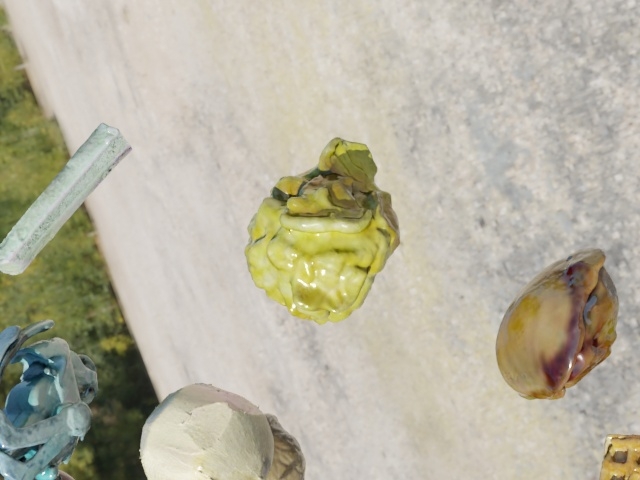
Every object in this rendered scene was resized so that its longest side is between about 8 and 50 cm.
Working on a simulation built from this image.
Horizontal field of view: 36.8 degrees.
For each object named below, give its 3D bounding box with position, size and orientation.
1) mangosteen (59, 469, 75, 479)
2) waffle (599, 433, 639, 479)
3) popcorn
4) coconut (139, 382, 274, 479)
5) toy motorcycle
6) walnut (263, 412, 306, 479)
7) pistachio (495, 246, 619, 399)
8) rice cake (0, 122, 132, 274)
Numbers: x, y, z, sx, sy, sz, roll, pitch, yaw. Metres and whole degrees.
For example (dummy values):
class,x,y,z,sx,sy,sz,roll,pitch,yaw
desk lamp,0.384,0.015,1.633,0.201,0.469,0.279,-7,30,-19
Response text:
class,x,y,z,sx,sy,sz,roll,pitch,yaw
mangosteen,-0.570,0.563,2.036,0.146,0.156,0.181,17,153,11
waffle,0.631,0.450,1.644,0.308,0.213,0.091,-7,144,41
popcorn,0.005,-0.010,1.232,0.217,0.181,0.235,-57,8,24
coconut,-0.192,0.372,1.703,0.230,0.227,0.227,11,127,33
toy motorcycle,-0.418,0.241,1.393,0.206,0.154,0.260,58,-146,-37
walnut,-0.151,0.480,2.036,0.248,0.248,0.248,159,90,-75
pistachio,0.286,0.100,1.134,0.165,0.130,0.210,-102,29,-59
rice cake,-0.299,-0.045,1.110,0.034,0.211,0.043,35,172,26
